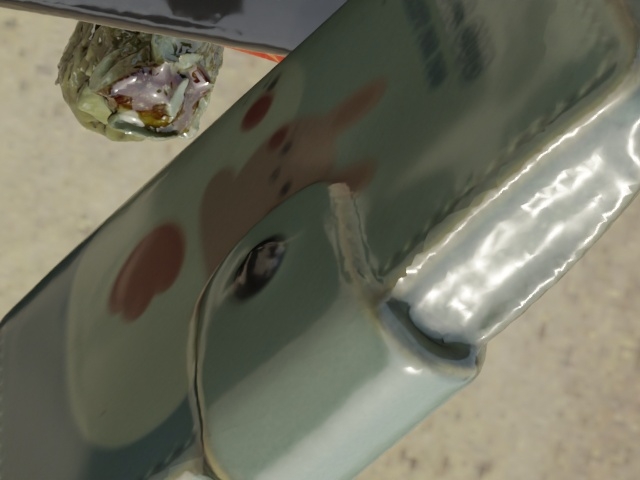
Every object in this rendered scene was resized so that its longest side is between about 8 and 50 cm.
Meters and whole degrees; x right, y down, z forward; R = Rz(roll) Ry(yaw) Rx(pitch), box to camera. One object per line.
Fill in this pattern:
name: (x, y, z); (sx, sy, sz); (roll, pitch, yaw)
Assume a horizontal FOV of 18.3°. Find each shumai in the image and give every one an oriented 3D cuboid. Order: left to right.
shumai: (-0.179, -0.196, 2.226); (0.189, 0.218, 0.256); (11, 123, -25)

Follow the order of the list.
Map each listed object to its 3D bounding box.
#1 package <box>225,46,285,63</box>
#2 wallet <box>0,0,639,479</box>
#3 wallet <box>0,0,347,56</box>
package: (0.080, -0.233, 1.872); (0.196, 0.424, 0.123); (-50, 146, -31)
wallet: (0.000, 0.000, 0.821); (0.083, 0.360, 0.252); (37, 22, -27)
wallet: (-0.107, -0.233, 1.151); (0.406, 0.062, 0.228); (6, 111, -39)
